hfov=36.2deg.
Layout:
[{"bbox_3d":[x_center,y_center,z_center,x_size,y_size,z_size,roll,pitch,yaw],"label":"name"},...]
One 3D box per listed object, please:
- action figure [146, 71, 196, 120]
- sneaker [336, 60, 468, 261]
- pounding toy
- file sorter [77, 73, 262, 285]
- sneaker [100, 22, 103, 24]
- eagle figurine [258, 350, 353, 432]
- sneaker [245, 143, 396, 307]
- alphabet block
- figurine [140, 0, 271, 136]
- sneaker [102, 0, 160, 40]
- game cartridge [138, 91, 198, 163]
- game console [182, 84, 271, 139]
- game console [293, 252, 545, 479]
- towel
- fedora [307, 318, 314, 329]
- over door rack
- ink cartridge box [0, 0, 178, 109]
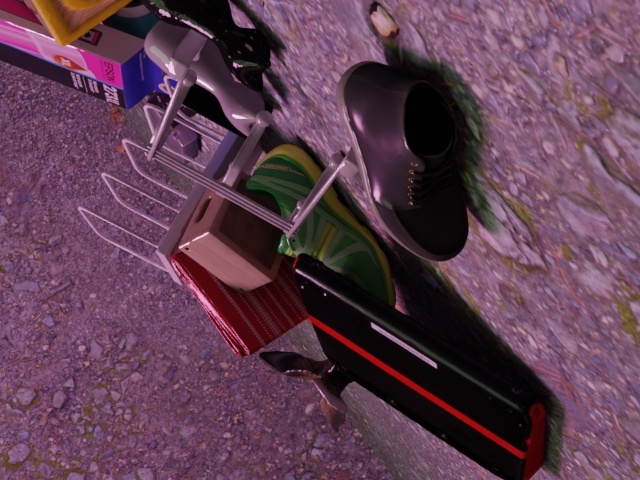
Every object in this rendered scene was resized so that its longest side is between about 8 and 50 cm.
[{"bbox_3d":[-0.327,-0.345,1.844,0.285,0.099,0.185,51,-179,34],"label":"action figure"},{"bbox_3d":[0.094,-0.057,0.904,0.222,0.083,0.118,59,168,-27],"label":"sneaker"},{"bbox_3d":[-0.089,-0.009,1.495,0.206,0.181,0.094,39,140,-25],"label":"pounding toy"},{"bbox_3d":[-0.240,-0.104,1.604,0.173,0.277,0.193,28,166,7],"label":"file sorter"},{"bbox_3d":[-0.496,-0.514,2.116,0.212,0.080,0.094,56,158,-12],"label":"sneaker"},{"bbox_3d":[0.011,0.301,2.174,0.298,0.225,0.226,-37,57,45],"label":"eagle figurine"},{"bbox_3d":[0.000,0.000,1.432,0.295,0.123,0.109,51,170,5],"label":"sneaker"},{"bbox_3d":[-0.386,-0.449,1.455,0.197,0.193,0.192,50,172,16],"label":"alphabet block"},{"bbox_3d":[-0.141,-0.246,1.292,0.209,0.092,0.215,46,161,13],"label":"figurine"},{"bbox_3d":[-0.350,-0.401,1.697,0.295,0.124,0.178,44,157,38],"label":"sneaker"},{"bbox_3d":[-0.409,-0.352,2.319,0.355,0.068,0.230,53,175,1],"label":"game cartridge"},{"bbox_3d":[-0.142,-0.194,1.448,0.122,0.071,0.107,29,172,-3],"label":"game console"},{"bbox_3d":[0.142,0.184,1.376,0.386,0.060,0.342,31,159,24],"label":"game console"},{"bbox_3d":[-0.075,0.045,1.538,0.199,0.275,0.031,51,146,13],"label":"towel"},{"bbox_3d":[0.034,0.152,1.956,0.194,0.079,0.194,48,164,19],"label":"fedora"},{"bbox_3d":[-0.078,-0.131,1.198,0.239,0.108,0.324,28,160,-7],"label":"over door rack"},{"bbox_3d":[-0.405,-0.310,1.611,0.371,0.069,0.176,19,162,-1],"label":"ink cartridge box"}]
